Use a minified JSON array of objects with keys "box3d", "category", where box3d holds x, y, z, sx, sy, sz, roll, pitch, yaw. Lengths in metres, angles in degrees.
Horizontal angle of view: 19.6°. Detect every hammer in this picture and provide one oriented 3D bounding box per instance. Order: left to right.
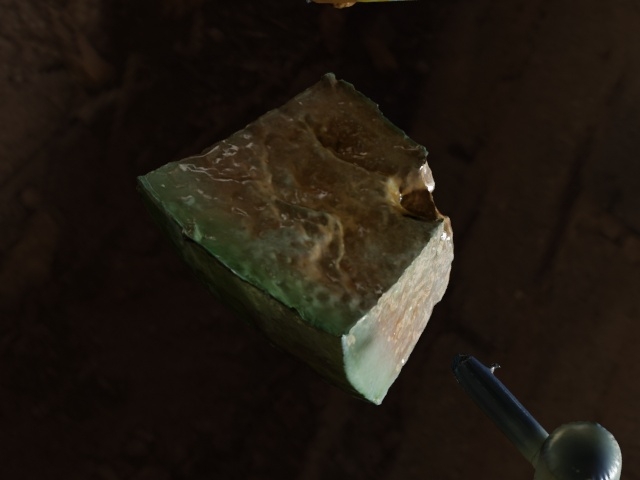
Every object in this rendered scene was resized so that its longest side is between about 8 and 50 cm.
[{"box3d":[0.176,0.162,1.573,0.069,0.194,0.116,-28,147,-22],"category":"hammer"}]

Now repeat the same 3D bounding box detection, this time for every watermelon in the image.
[{"box3d":[-0.008,0.013,1.715,0.302,0.264,0.151,-35,154,-42],"category":"watermelon"}]

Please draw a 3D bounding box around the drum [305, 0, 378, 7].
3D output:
[{"box3d":[0.087,-0.400,1.476,0.214,0.431,0.431,0,116,11],"category":"drum"}]
